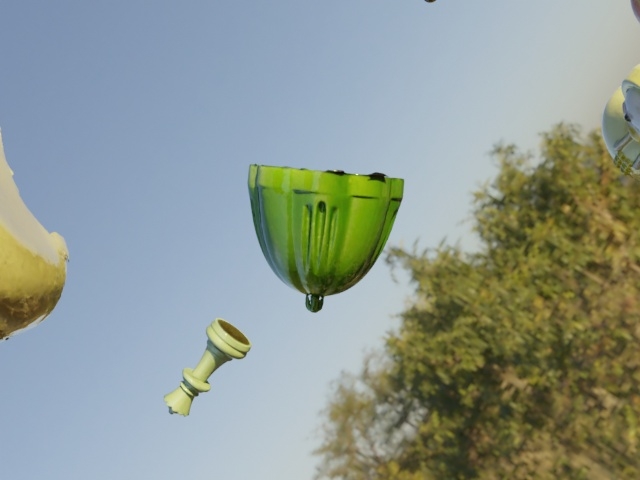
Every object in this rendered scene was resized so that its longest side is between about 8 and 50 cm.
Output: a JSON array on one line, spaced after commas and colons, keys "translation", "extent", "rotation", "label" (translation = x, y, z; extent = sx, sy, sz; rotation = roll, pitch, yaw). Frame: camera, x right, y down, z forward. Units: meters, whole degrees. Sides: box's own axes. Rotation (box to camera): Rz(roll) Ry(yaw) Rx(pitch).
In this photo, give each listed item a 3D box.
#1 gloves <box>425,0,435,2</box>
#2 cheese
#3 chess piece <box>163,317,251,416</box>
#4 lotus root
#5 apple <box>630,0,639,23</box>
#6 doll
[{"translation": [0.074, -0.317, 1.050], "extent": [0.203, 0.164, 0.124], "rotation": [-50, 4, -39], "label": "gloves"}, {"translation": [-0.311, -0.043, 0.814], "extent": [0.127, 0.266, 0.233], "rotation": [-27, -17, 3], "label": "cheese"}, {"translation": [-0.102, 0.115, 0.897], "extent": [0.093, 0.042, 0.042], "rotation": [-53, -10, 8], "label": "chess piece"}, {"translation": [0.000, 0.000, 1.191], "extent": [0.186, 0.186, 0.186], "rotation": [-55, -11, -16], "label": "lotus root"}, {"translation": [0.590, -0.401, 1.691], "extent": [0.163, 0.139, 0.163], "rotation": [-45, 11, 11], "label": "apple"}, {"translation": [0.368, -0.125, 1.137], "extent": [0.117, 0.141, 0.296], "rotation": [-39, -16, 12], "label": "doll"}]
